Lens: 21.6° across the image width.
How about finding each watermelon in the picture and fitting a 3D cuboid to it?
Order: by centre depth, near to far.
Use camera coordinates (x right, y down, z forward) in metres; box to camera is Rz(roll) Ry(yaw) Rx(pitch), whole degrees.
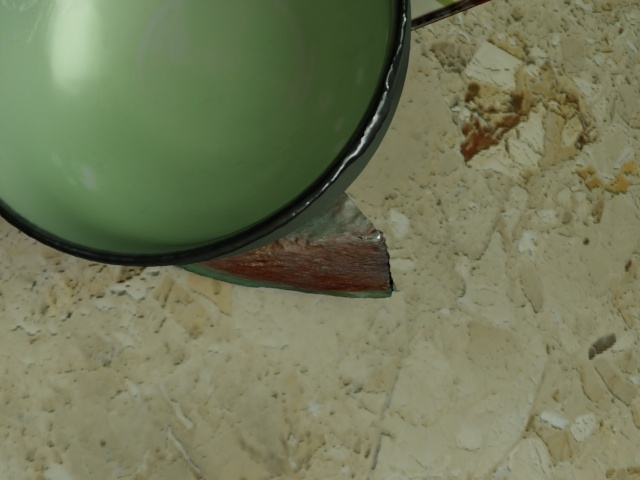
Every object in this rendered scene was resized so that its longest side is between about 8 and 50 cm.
[{"bbox_3d":[-0.016,0.010,1.335,0.207,0.202,0.136,38,100,-23],"label":"watermelon"}]

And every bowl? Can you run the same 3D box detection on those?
[{"bbox_3d":[-0.089,-0.141,1.230,0.185,0.354,0.354,27,59,-72],"label":"bowl"}]

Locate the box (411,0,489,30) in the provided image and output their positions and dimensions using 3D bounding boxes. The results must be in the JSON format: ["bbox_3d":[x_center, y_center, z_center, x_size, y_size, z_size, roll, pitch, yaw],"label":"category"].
[{"bbox_3d":[0.023,-0.352,1.305,0.385,0.344,0.122,47,58,-20],"label":"box"}]
